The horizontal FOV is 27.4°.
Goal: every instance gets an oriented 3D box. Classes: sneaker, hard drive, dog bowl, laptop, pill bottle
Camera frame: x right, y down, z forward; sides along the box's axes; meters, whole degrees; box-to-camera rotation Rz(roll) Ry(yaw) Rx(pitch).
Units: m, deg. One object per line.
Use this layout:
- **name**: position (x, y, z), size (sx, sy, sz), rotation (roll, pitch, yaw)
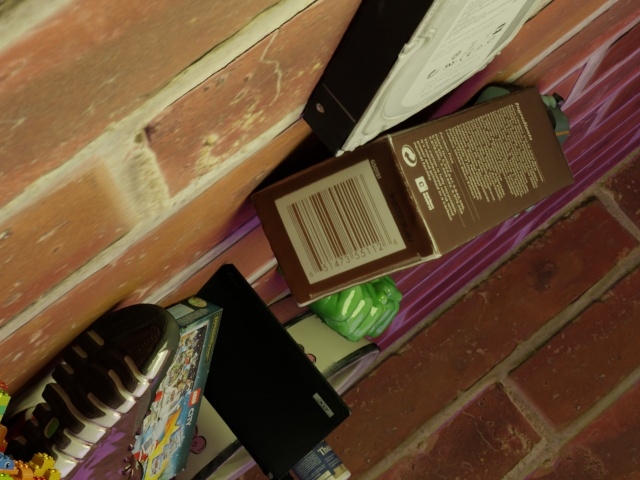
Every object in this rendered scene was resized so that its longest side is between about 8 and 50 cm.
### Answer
- **sneaker**: position (-0.220, 0.197, 1.404), size (0.281, 0.106, 0.162), rotation (-48, 141, 5)
- **hard drive**: position (0.132, -0.225, 1.173), size (0.237, 0.064, 0.339), rotation (-33, 167, -32)
- **dog bowl**: position (-0.108, 0.243, 2.054), size (0.408, 0.150, 0.408), rotation (-38, 170, -8)
- **laptop**: position (-0.075, 0.173, 1.643), size (0.137, 0.234, 0.264), rotation (-39, 169, -2)
- **pill bottle**: position (-0.016, 0.325, 1.970), size (0.067, 0.120, 0.067), rotation (-38, 170, -8)

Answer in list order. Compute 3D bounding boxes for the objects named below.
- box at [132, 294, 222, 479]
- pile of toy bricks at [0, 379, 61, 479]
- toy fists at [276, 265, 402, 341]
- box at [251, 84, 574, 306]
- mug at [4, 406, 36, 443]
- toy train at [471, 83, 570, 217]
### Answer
- **box**: position (-0.198, 0.193, 1.542), size (0.159, 0.044, 0.233), rotation (-25, 135, -57)
- **pile of toy bricks**: position (-0.327, 0.179, 1.234), size (0.212, 0.118, 0.105), rotation (23, 91, -60)
- **toy fists**: position (0.041, 0.068, 1.857), size (0.096, 0.142, 0.279), rotation (-41, 170, 8)
- **box**: position (0.115, -0.058, 1.473), size (0.191, 0.143, 0.381), rotation (-22, -177, 35)
- **mug**: position (-0.356, 0.279, 1.473), size (0.169, 0.113, 0.150), rotation (-45, 170, 12)
- **toy train**: position (0.259, -0.126, 1.846), size (0.190, 0.142, 0.334), rotation (-54, 165, 19)
